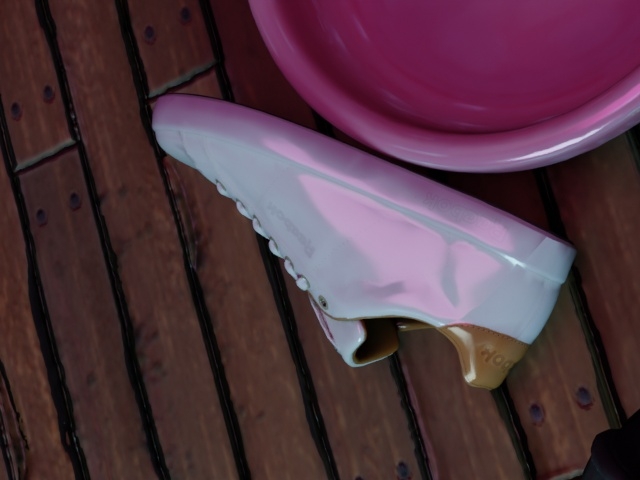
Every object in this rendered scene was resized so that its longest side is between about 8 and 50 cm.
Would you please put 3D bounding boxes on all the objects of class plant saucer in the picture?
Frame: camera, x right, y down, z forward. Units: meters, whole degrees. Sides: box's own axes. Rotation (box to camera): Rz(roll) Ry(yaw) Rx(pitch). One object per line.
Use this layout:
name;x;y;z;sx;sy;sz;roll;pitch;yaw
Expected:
plant saucer;0.110;-0.200;0.949;0.332;0.084;0.332;-4;81;29

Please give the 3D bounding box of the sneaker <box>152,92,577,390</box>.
sneaker;0.000;0.000;0.973;0.290;0.106;0.123;25;94;28

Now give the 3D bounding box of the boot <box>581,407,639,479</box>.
boot;0.318;0.068;0.765;0.348;0.131;0.260;17;100;20
